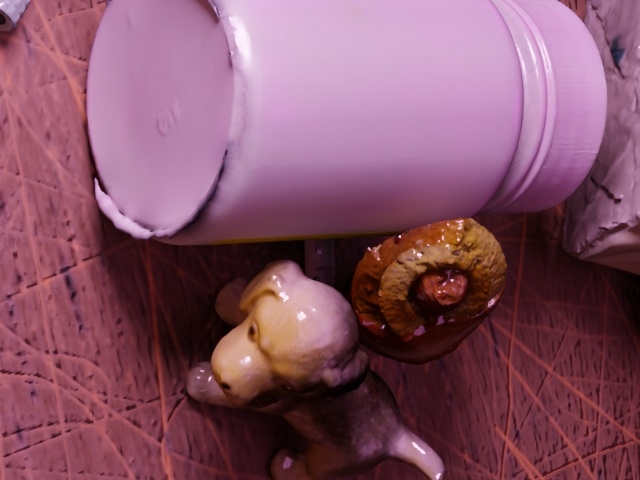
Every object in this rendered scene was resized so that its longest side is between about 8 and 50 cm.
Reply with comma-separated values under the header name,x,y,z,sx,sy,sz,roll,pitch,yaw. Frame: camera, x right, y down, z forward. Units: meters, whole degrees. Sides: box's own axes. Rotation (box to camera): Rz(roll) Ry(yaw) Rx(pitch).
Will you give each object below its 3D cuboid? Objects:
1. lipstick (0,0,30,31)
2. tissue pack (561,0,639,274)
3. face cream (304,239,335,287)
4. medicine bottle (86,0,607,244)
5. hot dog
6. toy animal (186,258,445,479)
name,x,y,z,sx,sy,sz,roll,pitch,yaw
lipstick,-0.211,-0.206,1.391,0.037,0.037,0.116,44,60,-29
tissue pack,0.427,-0.086,1.700,0.380,0.207,0.297,12,72,-16
face cream,0.000,0.000,1.561,0.038,0.020,0.115,2,87,-37
medicine bottle,0.025,-0.107,1.460,0.379,0.213,0.213,-3,91,-38
hot dog,0.080,0.046,1.479,0.123,0.261,0.093,-21,84,-4
toy animal,-0.016,0.107,1.462,0.233,0.169,0.121,50,60,-42
